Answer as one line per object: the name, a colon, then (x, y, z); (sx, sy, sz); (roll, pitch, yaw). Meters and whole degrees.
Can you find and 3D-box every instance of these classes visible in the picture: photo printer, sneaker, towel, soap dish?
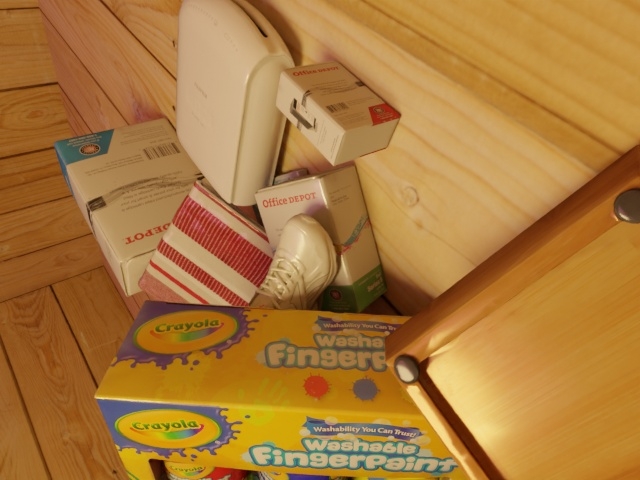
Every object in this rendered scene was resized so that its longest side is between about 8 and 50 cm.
photo printer: (-0.160, -0.251, 0.751); (0.256, 0.107, 0.307); (50, 140, 28)
sneaker: (-0.049, 0.071, 0.620); (0.090, 0.115, 0.232); (31, 129, 27)
towel: (-0.227, 0.058, 0.901); (0.237, 0.037, 0.329); (37, 122, -5)
soap dish: (0.212, 0.101, 0.348); (0.291, 0.118, 0.229); (-44, 69, 24)

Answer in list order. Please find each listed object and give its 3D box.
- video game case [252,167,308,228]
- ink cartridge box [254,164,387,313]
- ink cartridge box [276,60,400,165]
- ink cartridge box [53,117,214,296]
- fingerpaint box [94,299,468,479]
video game case: (-0.064, -0.031, 0.846); (0.212, 0.023, 0.193); (-2, 108, 55)
ink cartridge box: (0.000, 0.000, 0.692); (0.154, 0.093, 0.212); (-6, 107, 44)
ink cartridge box: (0.020, -0.171, 0.568); (0.135, 0.099, 0.056); (50, 145, 25)
ink cartridge box: (-0.436, -0.098, 1.090); (0.395, 0.286, 0.166); (52, 146, 21)
fingerpaint box: (-0.026, 0.281, 0.613); (0.163, 0.445, 0.371); (-87, 1, -55)
